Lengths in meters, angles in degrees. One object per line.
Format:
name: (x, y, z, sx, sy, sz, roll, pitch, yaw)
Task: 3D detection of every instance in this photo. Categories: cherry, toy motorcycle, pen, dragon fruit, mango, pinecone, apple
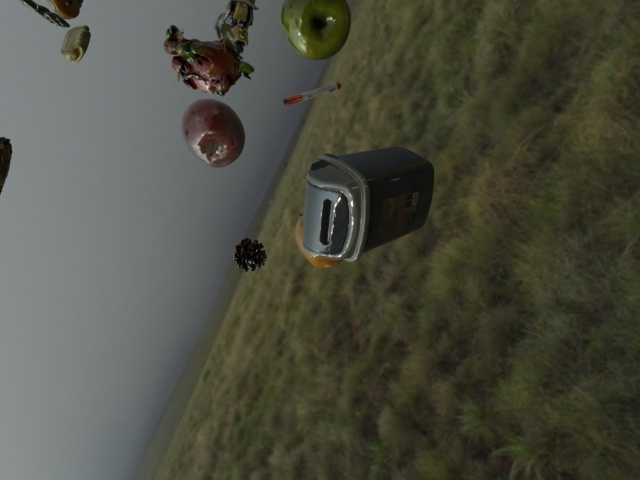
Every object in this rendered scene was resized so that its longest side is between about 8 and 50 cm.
cherry: (-0.360, -0.378, 1.912, 0.206, 0.239, 0.239, -18, 27, 19)
toy motorcycle: (-0.222, -0.585, 1.498, 0.130, 0.093, 0.229, -46, 40, 42)
pen: (-0.026, -0.502, 1.927, 0.239, 0.028, 0.028, -26, -17, -32)
dragon fruit: (-0.243, -0.366, 1.161, 0.142, 0.175, 0.138, -41, 49, 17)
mango: (0.000, 0.000, 1.704, 0.257, 0.137, 0.187, -48, -60, -78)
pinecone: (-0.277, 0.061, 2.251, 0.140, 0.120, 0.140, -36, -45, -48)
apple: (-0.015, -0.584, 1.499, 0.197, 0.196, 0.157, -64, 28, 12)

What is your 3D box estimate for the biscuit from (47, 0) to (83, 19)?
biscuit: (-0.847, -0.822, 1.877, 0.170, 0.050, 0.171, -8, -90, -75)

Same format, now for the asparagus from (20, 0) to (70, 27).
asparagus: (-0.667, -0.550, 1.246, 0.034, 0.236, 0.027, -32, 41, 25)

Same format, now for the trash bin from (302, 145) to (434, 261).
trash bin: (0.092, -0.085, 1.200, 0.182, 0.290, 0.210, 36, 133, 42)

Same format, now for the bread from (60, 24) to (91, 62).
bread: (-0.435, -0.350, 1.007, 0.034, 0.049, 0.088, 57, -163, -48)

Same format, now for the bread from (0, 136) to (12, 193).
bread: (-1.218, -0.221, 1.936, 0.325, 0.277, 0.167, -53, 52, 30)
